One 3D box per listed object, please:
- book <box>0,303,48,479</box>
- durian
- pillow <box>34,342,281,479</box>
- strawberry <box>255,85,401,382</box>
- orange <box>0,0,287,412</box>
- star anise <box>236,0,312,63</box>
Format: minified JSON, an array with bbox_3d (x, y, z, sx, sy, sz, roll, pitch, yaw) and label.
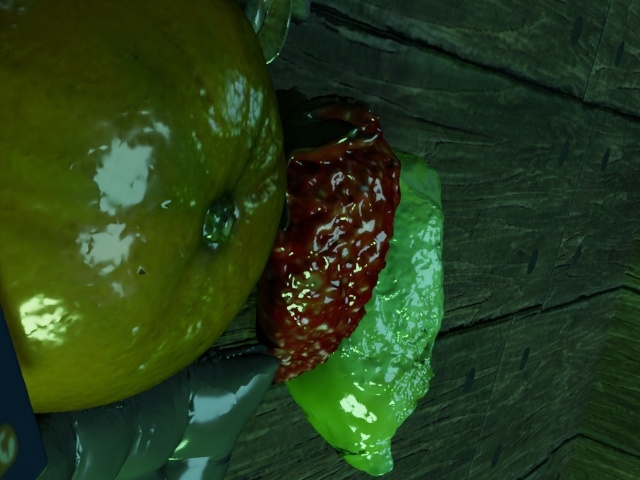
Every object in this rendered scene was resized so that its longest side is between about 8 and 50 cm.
[{"bbox_3d":[-0.174,-0.018,0.327,0.228,0.018,0.323,-50,131,-60],"label":"book"},{"bbox_3d":[0.026,0.049,0.936,0.101,0.139,0.250,5,101,-59],"label":"durian"},{"bbox_3d":[-0.159,0.173,0.686,0.326,0.101,0.228,-6,113,-62],"label":"pillow"},{"bbox_3d":[0.002,0.012,0.808,0.174,0.098,0.228,-108,-164,-65],"label":"strawberry"},{"bbox_3d":[-0.110,-0.029,0.553,0.240,0.171,0.240,-49,148,-46],"label":"orange"},{"bbox_3d":[-0.035,-0.197,0.715,0.197,0.073,0.212,-40,144,-43],"label":"star anise"}]
